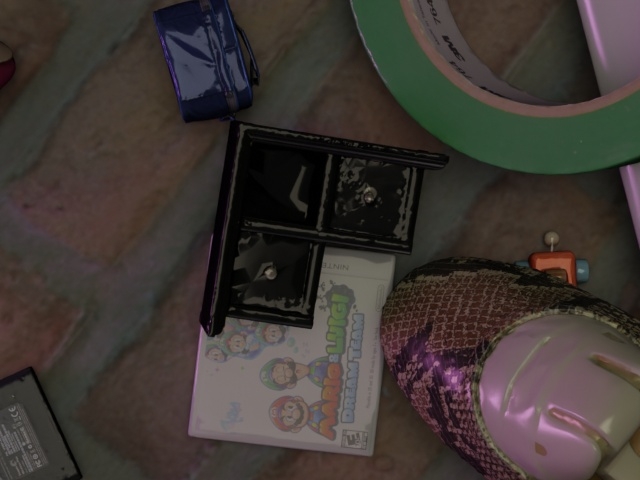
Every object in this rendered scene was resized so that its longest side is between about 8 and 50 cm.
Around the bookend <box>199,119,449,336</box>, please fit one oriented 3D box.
[{"bbox_3d":[0.000,0.000,1.290,0.156,0.072,0.157,9,94,-9],"label":"bookend"}]

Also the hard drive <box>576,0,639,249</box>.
[{"bbox_3d":[0.313,-0.140,1.262,0.233,0.047,0.353,-15,89,28],"label":"hard drive"}]

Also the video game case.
[{"bbox_3d":[-0.022,0.080,1.338,0.143,0.019,0.157,7,88,-2],"label":"video game case"}]

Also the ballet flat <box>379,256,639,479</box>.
[{"bbox_3d":[0.248,0.171,1.223,0.483,0.182,0.164,41,85,4],"label":"ballet flat"}]

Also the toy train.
[{"bbox_3d":[0.232,0.056,1.338,0.166,0.046,0.125,2,89,-3],"label":"toy train"}]

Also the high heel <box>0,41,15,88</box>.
[{"bbox_3d":[-0.414,-0.067,1.301,0.377,0.127,0.181,-3,117,-7],"label":"high heel"}]

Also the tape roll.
[{"bbox_3d":[0.176,-0.208,1.254,0.321,0.077,0.321,3,96,27],"label":"tape roll"}]

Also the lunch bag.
[{"bbox_3d":[-0.082,-0.134,1.317,0.065,0.067,0.098,-17,92,-2],"label":"lunch bag"}]

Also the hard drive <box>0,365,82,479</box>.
[{"bbox_3d":[-0.261,0.166,1.321,0.135,0.022,0.094,-25,90,-4],"label":"hard drive"}]
